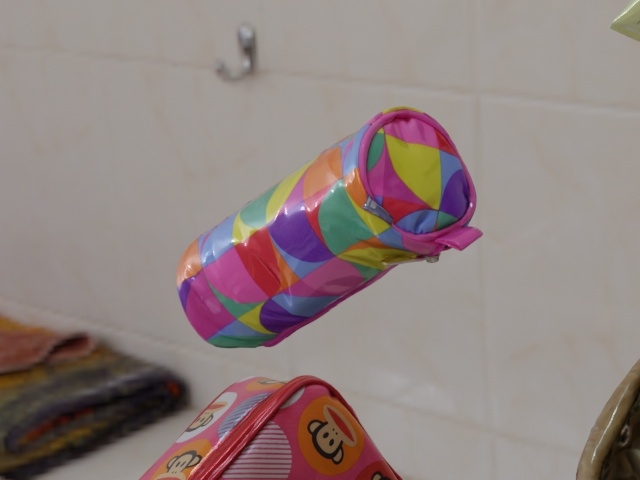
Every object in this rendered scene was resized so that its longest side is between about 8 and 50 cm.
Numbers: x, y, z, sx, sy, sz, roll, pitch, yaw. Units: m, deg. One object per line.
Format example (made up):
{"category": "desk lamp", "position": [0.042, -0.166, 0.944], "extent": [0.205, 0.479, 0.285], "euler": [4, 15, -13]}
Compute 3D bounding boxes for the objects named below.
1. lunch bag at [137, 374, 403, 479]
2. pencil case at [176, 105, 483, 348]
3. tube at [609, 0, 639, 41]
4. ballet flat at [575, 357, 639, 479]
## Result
{"category": "lunch bag", "position": [-0.033, 0.280, 1.272], "extent": [0.258, 0.293, 0.120], "euler": [-45, 22, -31]}
{"category": "pencil case", "position": [0.000, 0.000, 1.041], "extent": [0.104, 0.104, 0.236], "euler": [-19, -7, -41]}
{"category": "tube", "position": [0.369, -0.266, 1.476], "extent": [0.062, 0.240, 0.070], "euler": [-16, 60, -35]}
{"category": "ballet flat", "position": [0.196, -0.015, 0.445], "extent": [0.116, 0.342, 0.124], "euler": [52, 15, 22]}
